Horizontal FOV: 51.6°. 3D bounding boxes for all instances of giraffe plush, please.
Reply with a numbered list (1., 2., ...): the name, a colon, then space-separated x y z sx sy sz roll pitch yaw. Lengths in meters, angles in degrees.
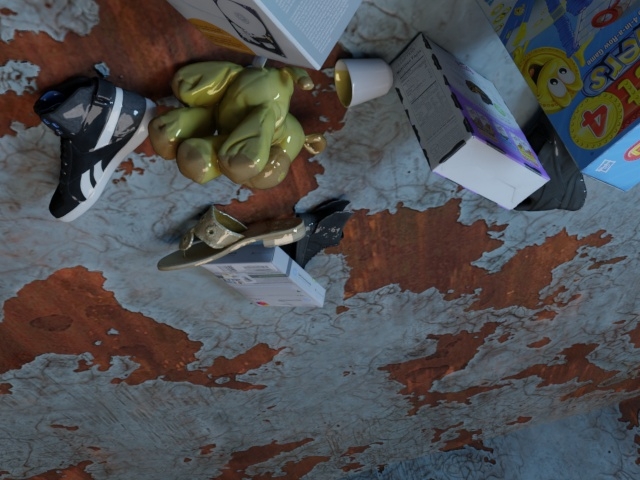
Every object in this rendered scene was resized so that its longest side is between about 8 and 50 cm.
1. giraffe plush: -0.086 -0.138 0.845 0.210 0.181 0.170 -51 155 -9

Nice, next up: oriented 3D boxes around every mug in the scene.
1. mug: 0.056 -0.211 0.867 0.064 0.078 0.062 -15 113 -16

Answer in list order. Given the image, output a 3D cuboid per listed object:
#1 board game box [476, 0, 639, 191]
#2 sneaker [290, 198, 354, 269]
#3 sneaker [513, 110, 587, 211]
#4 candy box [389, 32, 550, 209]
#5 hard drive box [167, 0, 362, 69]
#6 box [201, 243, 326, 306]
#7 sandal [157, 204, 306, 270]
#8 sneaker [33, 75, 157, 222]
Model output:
1. board game box: 0.343 -0.263 0.678 0.086 0.301 0.308 14 135 -34
2. sneaker: 0.000 -0.002 1.122 0.089 0.051 0.170 -2 139 -10
3. sneaker: 0.356 -0.130 1.040 0.130 0.109 0.286 -11 143 5
4. candy box: 0.189 -0.153 0.860 0.165 0.196 0.070 19 132 -38
5. hard drive box: -0.100 -0.271 0.602 0.232 0.181 0.089 37 82 -47
6. box: -0.095 0.064 1.140 0.145 0.038 0.186 -3 151 29
7. sandal: -0.147 -0.022 1.039 0.240 0.088 0.079 -13 112 0
8. sneaker: -0.316 -0.122 0.833 0.121 0.079 0.217 27 119 -39
